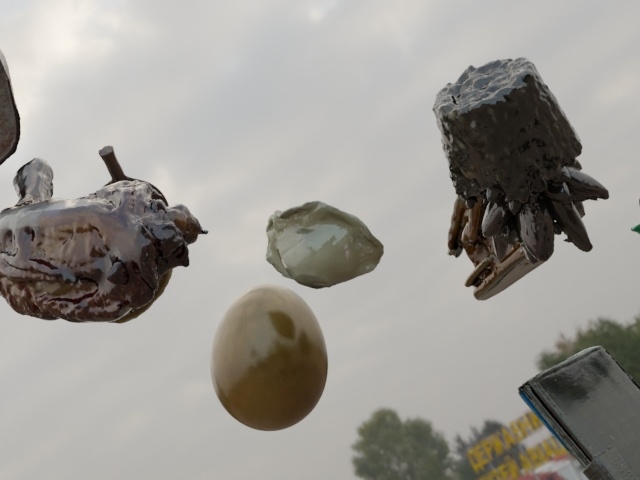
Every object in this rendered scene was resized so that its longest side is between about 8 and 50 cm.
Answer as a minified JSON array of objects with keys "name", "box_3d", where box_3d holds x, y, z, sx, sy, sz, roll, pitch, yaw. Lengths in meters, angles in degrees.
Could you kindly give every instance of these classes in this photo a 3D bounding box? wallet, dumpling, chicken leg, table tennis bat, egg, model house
[{"name":"wallet","box_3d":[0.398,0.273,1.183,0.169,0.317,0.044,-18,-33,-36]},{"name":"dumpling","box_3d":[0.000,0.000,1.896,0.258,0.193,0.147,1,35,23]},{"name":"chicken leg","box_3d":[-0.247,-0.011,0.894,0.158,0.096,0.407,-45,29,-16]},{"name":"table tennis bat","box_3d":[-0.285,-0.034,1.373,0.108,0.119,0.170,-9,-45,9]},{"name":"egg","box_3d":[-0.109,0.245,2.041,0.250,0.322,0.250,-2,-28,-1]},{"name":"model house","box_3d":[0.339,-0.018,1.947,0.220,0.229,0.199,-37,-23,18]}]

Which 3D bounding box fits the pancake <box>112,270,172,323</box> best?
[{"name":"pancake","box_3d":[-0.291,0.046,1.397,0.158,0.158,0.028,-22,21,-15]}]

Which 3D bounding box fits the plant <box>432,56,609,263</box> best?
[{"name":"plant","box_3d":[0.290,-0.106,1.435,0.182,0.320,0.194,-40,29,-22]}]

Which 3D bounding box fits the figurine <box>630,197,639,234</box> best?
[{"name":"figurine","box_3d":[0.487,-0.039,1.237,0.195,0.111,0.102,-34,-18,-20]}]

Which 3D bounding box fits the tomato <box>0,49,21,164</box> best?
[{"name":"tomato","box_3d":[-0.515,-0.199,1.334,0.181,0.214,0.155,-7,17,-16]}]
